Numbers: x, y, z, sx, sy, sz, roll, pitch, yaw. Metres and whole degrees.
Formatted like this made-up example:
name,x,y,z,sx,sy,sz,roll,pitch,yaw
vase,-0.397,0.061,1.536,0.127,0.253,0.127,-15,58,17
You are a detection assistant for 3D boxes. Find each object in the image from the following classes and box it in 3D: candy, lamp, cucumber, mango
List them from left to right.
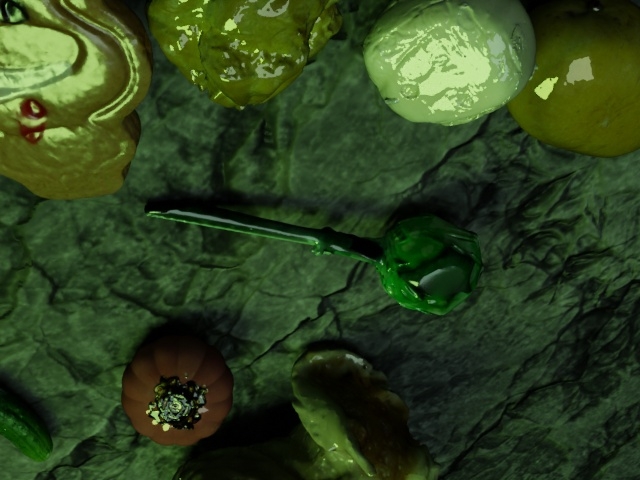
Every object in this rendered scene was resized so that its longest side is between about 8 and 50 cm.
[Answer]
name,x,y,z,sx,sy,sz,roll,pitch,yaw
cucumber,-0.293,0.162,1.043,0.037,0.037,0.155,-28,138,3
lamp,-0.135,0.141,1.053,0.107,0.092,0.108,-1,102,-3
candy,-0.001,-0.001,1.001,0.323,0.097,0.097,12,126,-22
mango,0.229,-0.133,0.949,0.137,0.098,0.195,-38,143,10

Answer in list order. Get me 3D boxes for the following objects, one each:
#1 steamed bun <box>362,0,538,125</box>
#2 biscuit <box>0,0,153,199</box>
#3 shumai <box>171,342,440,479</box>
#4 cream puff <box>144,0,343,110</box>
name,x,y,z,sx,sy,sz,roll,pitch,yaw
steamed bun,0.103,-0.155,0.867,0.129,0.091,0.112,-15,123,31
biscuit,-0.206,-0.134,0.755,0.185,0.044,0.295,-6,137,13
shumai,0.000,0.247,1.184,0.262,0.267,0.314,-62,163,-3
cream puff,-0.047,-0.156,0.781,0.156,0.121,0.156,-16,139,-15
